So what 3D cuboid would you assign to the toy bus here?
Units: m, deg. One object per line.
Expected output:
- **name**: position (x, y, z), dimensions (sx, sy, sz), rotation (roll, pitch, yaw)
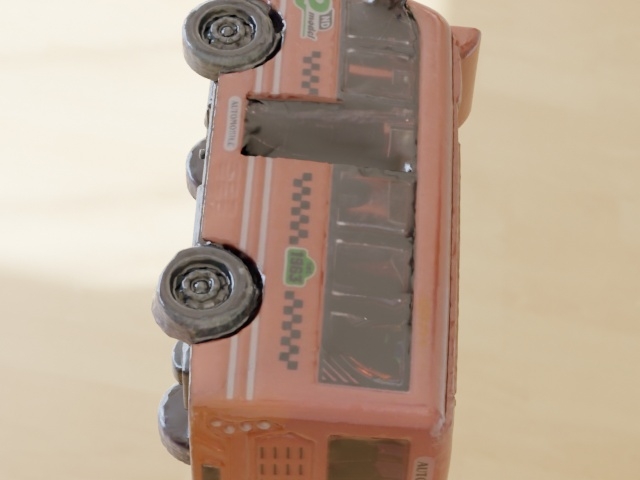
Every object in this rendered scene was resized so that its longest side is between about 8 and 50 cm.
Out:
- **toy bus**: position (0.000, 0.000, 1.477), dimensions (0.233, 0.203, 0.427), rotation (4, 54, 0)
